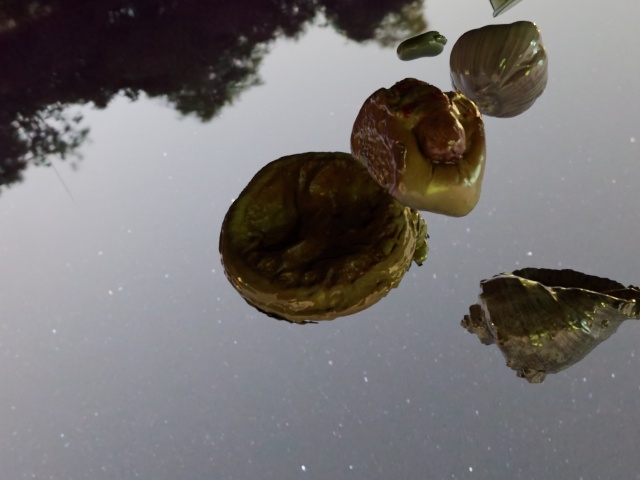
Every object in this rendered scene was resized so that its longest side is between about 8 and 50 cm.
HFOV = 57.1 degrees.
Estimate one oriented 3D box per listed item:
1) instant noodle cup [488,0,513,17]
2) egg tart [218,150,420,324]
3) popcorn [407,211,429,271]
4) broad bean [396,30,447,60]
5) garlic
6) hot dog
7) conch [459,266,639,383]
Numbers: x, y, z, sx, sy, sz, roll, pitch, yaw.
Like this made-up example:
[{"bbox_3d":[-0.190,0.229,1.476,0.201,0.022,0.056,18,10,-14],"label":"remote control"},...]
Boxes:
[{"bbox_3d":[0.482,-0.712,1.388,0.311,0.221,0.311,-35,-175,4],"label":"instant noodle cup"},{"bbox_3d":[0.000,0.000,1.286,0.443,0.178,0.443,-5,-126,8],"label":"egg tart"},{"bbox_3d":[0.246,-0.018,1.717,0.168,0.195,0.173,-40,-162,34],"label":"popcorn"},{"bbox_3d":[0.353,-0.667,2.033,0.174,0.082,0.124,-21,178,-13],"label":"broad bean"},{"bbox_3d":[0.517,-0.495,1.731,0.317,0.317,0.259,16,-101,45],"label":"garlic"},{"bbox_3d":[0.141,-0.149,0.844,0.150,0.153,0.257,6,-155,-21],"label":"hot dog"},{"bbox_3d":[0.468,0.162,1.204,0.352,0.210,0.297,8,-157,11],"label":"conch"}]
